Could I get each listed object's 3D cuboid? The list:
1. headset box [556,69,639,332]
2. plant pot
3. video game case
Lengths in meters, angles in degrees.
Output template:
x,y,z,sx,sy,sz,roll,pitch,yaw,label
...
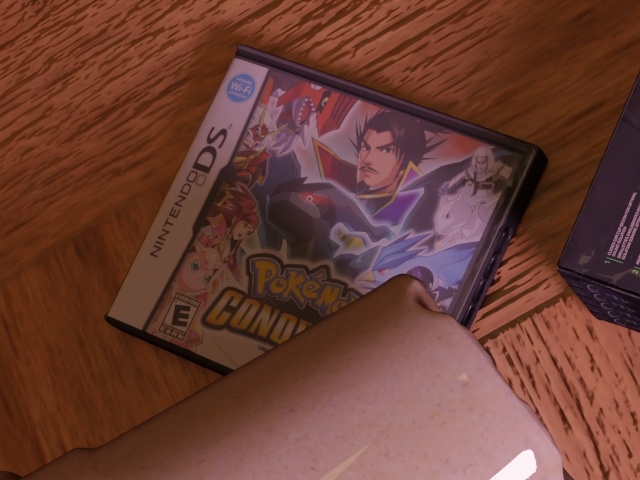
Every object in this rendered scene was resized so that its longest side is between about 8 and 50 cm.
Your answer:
x,y,z,sx,sy,sz,roll,pitch,yaw,label
0.326,-0.033,1.318,0.283,0.131,0.246,19,80,26,headset box
0.003,0.195,1.270,0.305,0.334,0.334,-38,62,-2,plant pot
0.000,0.000,1.489,0.275,0.035,0.248,21,80,27,video game case
